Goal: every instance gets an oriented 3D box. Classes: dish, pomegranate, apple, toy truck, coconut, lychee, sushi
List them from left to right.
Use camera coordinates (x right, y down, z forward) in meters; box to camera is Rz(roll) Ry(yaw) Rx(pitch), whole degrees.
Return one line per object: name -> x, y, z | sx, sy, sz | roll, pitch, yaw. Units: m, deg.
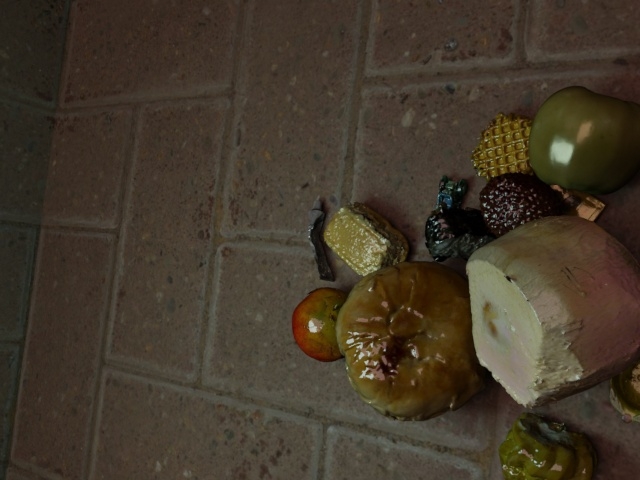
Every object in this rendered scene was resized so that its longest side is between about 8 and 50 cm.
pomegranate -> 0.029, 0.233, 1.965 | 0.235, 0.210, 0.210 | -17, 74, 50
toy truck -> 0.334, -0.098, 1.888 | 0.080, 0.078, 0.154 | 15, 92, 33
sushi -> 0.351, -0.017, 1.795 | 0.147, 0.213, 0.115 | -55, 46, 42
lychee -> 0.478, -0.085, 1.703 | 0.188, 0.188, 0.188 | -5, 81, 33
coconut -> 0.530, 0.132, 1.530 | 0.405, 0.405, 0.404 | -5, 81, 33
apple -> 0.613, -0.227, 1.613 | 0.262, 0.262, 0.262 | -5, 81, 33
dish -> 0.727, 0.311, 1.565 | 0.149, 0.080, 0.207 | 29, 99, 34

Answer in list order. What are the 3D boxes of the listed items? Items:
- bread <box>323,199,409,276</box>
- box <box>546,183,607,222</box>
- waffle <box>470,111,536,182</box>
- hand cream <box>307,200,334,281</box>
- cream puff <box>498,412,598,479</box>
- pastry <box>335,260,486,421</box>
bread -> 0.126, 0.007, 1.988 | 0.245, 0.121, 0.174 | 40, 114, 27
box -> 0.613, -0.094, 1.732 | 0.155, 0.023, 0.086 | 42, 104, 31
waffle -> 0.486, -0.232, 1.811 | 0.197, 0.070, 0.193 | 28, 100, 36
hand cream -> -0.003, 0.001, 2.106 | 0.050, 0.084, 0.256 | -14, 72, 24
cream puff -> 0.517, 0.520, 1.628 | 0.221, 0.195, 0.194 | 17, 93, 39
pastry -> 0.235, 0.247, 1.769 | 0.410, 0.245, 0.409 | -2, 72, 5
